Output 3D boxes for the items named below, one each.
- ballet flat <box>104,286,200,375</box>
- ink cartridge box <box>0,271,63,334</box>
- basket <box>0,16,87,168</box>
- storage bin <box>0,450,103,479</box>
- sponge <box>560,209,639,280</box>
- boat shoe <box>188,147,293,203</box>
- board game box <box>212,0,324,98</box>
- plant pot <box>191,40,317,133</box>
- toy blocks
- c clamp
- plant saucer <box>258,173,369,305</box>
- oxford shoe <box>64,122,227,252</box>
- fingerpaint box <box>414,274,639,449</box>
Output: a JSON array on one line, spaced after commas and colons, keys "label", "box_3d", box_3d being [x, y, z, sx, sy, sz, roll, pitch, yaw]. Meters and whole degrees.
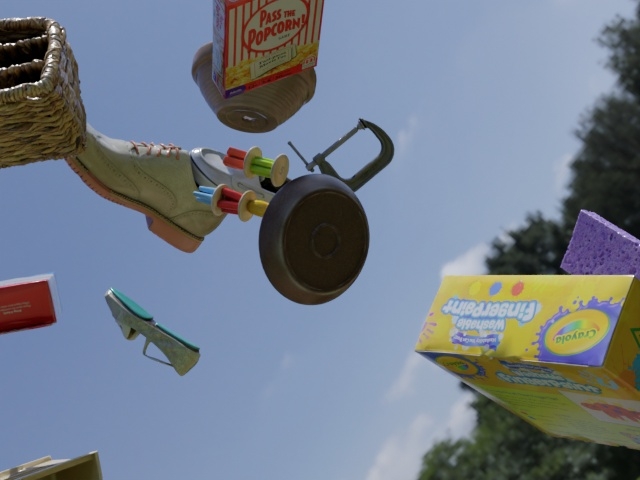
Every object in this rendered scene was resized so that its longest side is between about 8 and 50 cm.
[{"label": "ballet flat", "box_3d": [-0.242, 0.128, 1.606, 0.052, 0.168, 0.057, -57, -16, 1]}, {"label": "ink cartridge box", "box_3d": [-0.515, 0.109, 1.971, 0.134, 0.078, 0.231, -10, 4, -9]}, {"label": "basket", "box_3d": [-0.505, -0.231, 1.664, 0.299, 0.213, 0.223, -10, -20, 1]}, {"label": "storage bin", "box_3d": [-0.467, 0.498, 1.850, 0.123, 0.262, 0.260, -9, 1, 38]}, {"label": "sponge", "box_3d": [0.514, 0.039, 2.050, 0.031, 0.210, 0.117, 6, -69, -33]}, {"label": "boat shoe", "box_3d": [-0.110, -0.101, 2.017, 0.096, 0.268, 0.088, -43, -18, -52]}, {"label": "board game box", "box_3d": [-0.071, -0.286, 1.553, 0.147, 0.045, 0.193, -23, -26, -17]}, {"label": "plant pot", "box_3d": [-0.130, -0.274, 2.176, 0.237, 0.238, 0.109, 80, -162, -69]}, {"label": "toy blocks", "box_3d": [-0.130, -0.093, 1.846, 0.054, 0.148, 0.123, -22, -57, -62]}, {"label": "c clamp", "box_3d": [0.046, -0.156, 2.030, 0.161, 0.137, 0.022, -34, 5, -11]}, {"label": "plant saucer", "box_3d": [0.000, 0.000, 1.469, 0.168, 0.168, 0.029, -41, 25, -23]}, {"label": "oxford shoe", "box_3d": [-0.310, -0.133, 2.006, 0.146, 0.140, 0.397, -41, -46, 12]}, {"label": "fingerpaint box", "box_3d": [0.444, 0.205, 1.935, 0.445, 0.371, 0.163, -4, 58, 58]}]
